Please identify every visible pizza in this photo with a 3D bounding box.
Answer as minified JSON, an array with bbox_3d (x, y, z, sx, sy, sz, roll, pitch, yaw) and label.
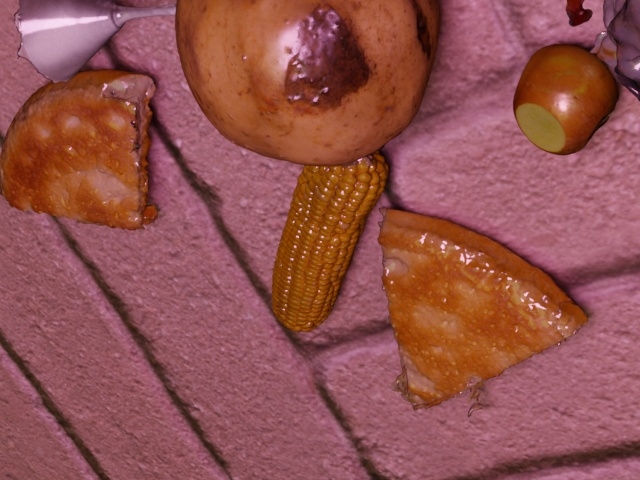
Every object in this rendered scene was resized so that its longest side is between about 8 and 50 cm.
[{"bbox_3d":[0.151,0.100,1.537,0.280,0.075,0.288,34,132,10],"label":"pizza"},{"bbox_3d":[-0.298,-0.105,1.636,0.226,0.086,0.335,47,132,-12],"label":"pizza"}]

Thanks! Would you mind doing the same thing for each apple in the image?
[{"bbox_3d":[0.251,-0.148,1.301,0.102,0.099,0.114,40,156,11],"label":"apple"}]

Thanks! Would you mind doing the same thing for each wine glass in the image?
[{"bbox_3d":[-0.219,-0.263,1.456,0.232,0.156,0.156,1,120,25],"label":"wine glass"}]

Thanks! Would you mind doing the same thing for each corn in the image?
[{"bbox_3d":[-0.002,-0.004,1.532,0.102,0.102,0.313,30,131,8],"label":"corn"}]

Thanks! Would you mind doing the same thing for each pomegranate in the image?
[{"bbox_3d":[-0.015,-0.209,1.291,0.281,0.281,0.281,14,126,20],"label":"pomegranate"}]

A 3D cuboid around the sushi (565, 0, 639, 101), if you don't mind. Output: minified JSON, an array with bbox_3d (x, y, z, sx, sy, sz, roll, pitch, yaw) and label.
[{"bbox_3d":[0.388,-0.253,1.007,0.417,0.176,0.417,-13,141,-11],"label":"sushi"}]
